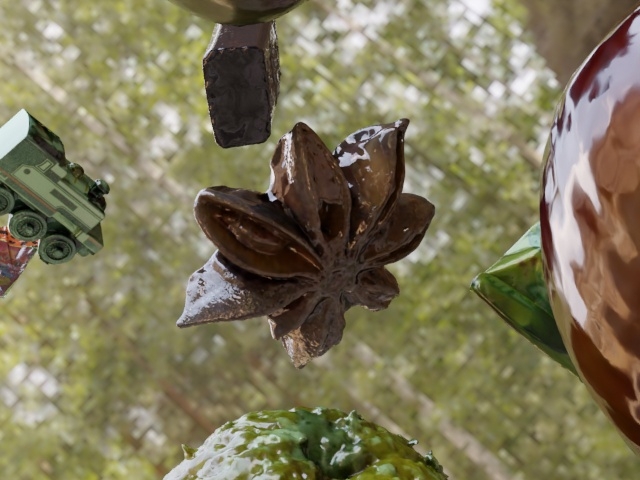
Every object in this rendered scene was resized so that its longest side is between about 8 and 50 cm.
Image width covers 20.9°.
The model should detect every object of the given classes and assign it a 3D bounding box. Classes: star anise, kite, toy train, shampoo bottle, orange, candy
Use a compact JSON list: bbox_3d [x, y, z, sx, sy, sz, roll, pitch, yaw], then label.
[{"bbox_3d":[-0.012,0.014,1.753,0.315,0.108,0.315,-24,-41,-22],"label":"star anise"},{"bbox_3d":[-0.261,0.015,1.274,0.222,0.125,0.008,-6,-63,-37],"label":"kite"},{"bbox_3d":[-0.139,-0.024,0.882,0.053,0.033,0.083,-39,-56,16],"label":"toy train"},{"bbox_3d":[-0.077,-0.179,1.769,0.309,0.071,0.098,-91,-8,-73],"label":"shampoo bottle"},{"bbox_3d":[-0.008,0.260,1.419,0.301,0.300,0.223,-64,-12,-68],"label":"orange"},{"bbox_3d":[0.256,0.016,1.733,0.246,0.149,0.069,-53,1,-28],"label":"candy"}]

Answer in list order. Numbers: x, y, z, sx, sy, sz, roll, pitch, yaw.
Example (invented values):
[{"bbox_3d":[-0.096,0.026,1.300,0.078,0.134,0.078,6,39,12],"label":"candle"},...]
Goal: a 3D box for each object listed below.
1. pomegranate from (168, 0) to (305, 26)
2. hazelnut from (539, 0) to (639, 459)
[{"bbox_3d":[-0.091,-0.329,1.449,0.291,0.324,0.290,10,-90,-78],"label":"pomegranate"},{"bbox_3d":[0.324,-0.014,1.101,0.402,0.402,0.429,-29,-23,-42],"label":"hazelnut"}]
